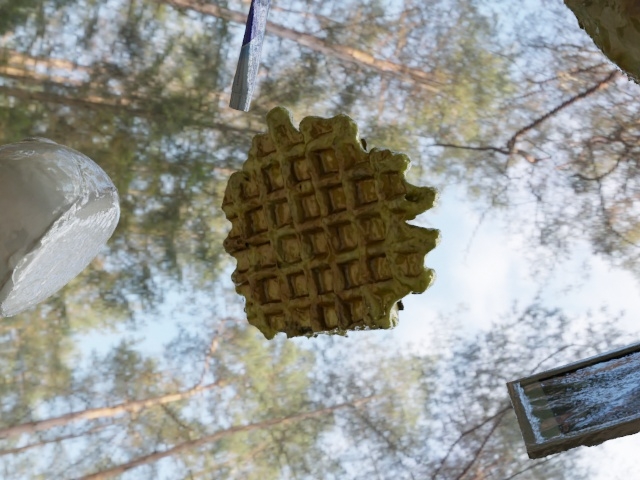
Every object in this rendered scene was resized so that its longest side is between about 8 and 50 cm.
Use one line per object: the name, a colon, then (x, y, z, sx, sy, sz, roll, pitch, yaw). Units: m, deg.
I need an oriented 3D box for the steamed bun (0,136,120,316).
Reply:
steamed bun: (-0.295, -0.022, 0.913, 0.131, 0.228, 0.177, 39, -81, 1)

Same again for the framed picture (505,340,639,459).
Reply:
framed picture: (0.330, 0.141, 0.921, 0.281, 0.209, 0.019, -19, -83, 7)

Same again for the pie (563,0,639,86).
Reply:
pie: (0.289, -0.165, 0.614, 0.315, 0.315, 0.092, 49, -37, 26)

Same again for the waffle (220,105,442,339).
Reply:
waffle: (0.002, -0.001, 1.094, 0.312, 0.060, 0.307, 29, -65, 33)

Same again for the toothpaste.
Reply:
toothpaste: (-0.047, -0.130, 0.625, 0.015, 0.024, 0.083, 22, -70, 23)
